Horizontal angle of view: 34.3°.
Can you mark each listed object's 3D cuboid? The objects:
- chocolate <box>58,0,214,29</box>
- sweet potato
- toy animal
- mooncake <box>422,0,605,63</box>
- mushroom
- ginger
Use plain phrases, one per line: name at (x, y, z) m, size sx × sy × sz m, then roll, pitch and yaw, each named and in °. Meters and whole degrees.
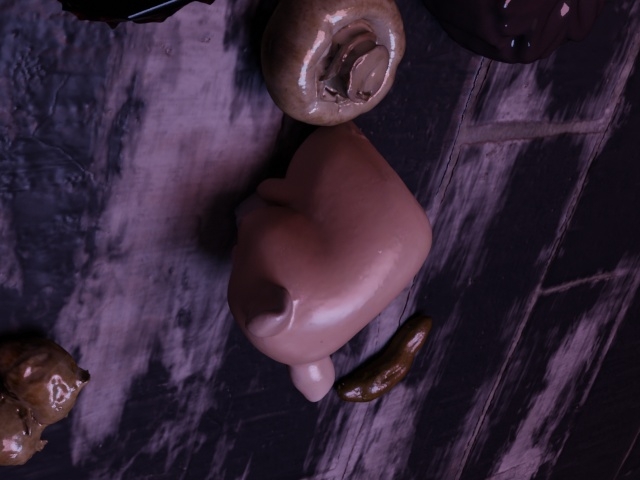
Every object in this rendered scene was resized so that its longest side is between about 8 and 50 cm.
chocolate at (-0.160, -0.266, 0.854) m, size 0.224 × 0.206 × 0.177 m, roll -25°, pitch 180°, yaw -16°
sweet potato at (0.103, 0.179, 1.510) m, size 0.182 × 0.054 × 0.053 m, roll -42°, pitch 150°, yaw -14°
toy animal at (-0.004, 0.002, 1.132) m, size 0.256 × 0.213 × 0.195 m, roll -45°, pitch 145°, yaw -8°
mooncake at (0.248, -0.335, 1.170) m, size 0.283 × 0.141 × 0.283 m, roll -28°, pitch 138°, yaw -29°
mushroom at (0.018, -0.194, 1.065) m, size 0.166 × 0.127 × 0.166 m, roll -33°, pitch 145°, yaw -27°
ginger at (-0.333, 0.189, 1.070) m, size 0.104 × 0.080 × 0.204 m, roll 40°, pitch 89°, yaw -19°
